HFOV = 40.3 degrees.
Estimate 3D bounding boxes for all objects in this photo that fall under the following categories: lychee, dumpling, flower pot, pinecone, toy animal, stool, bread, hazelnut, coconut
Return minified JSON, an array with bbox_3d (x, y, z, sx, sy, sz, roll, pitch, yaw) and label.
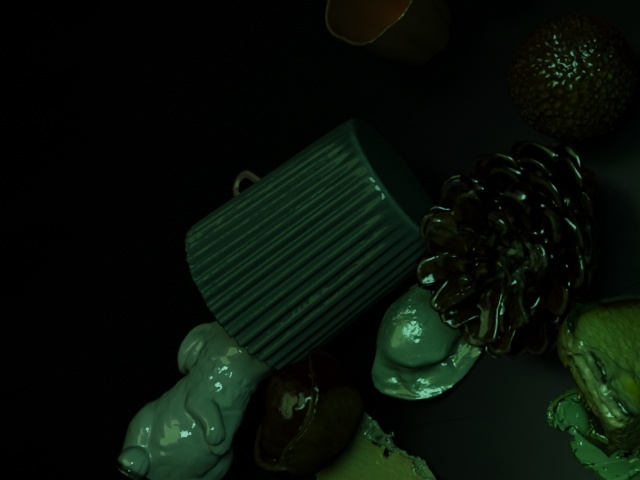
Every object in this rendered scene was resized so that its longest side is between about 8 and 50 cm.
[{"bbox_3d":[0.359,-0.237,1.251,0.194,0.194,0.195,-14,68,36],"label":"lychee"},{"bbox_3d":[0.156,0.147,1.336,0.152,0.108,0.219,30,98,41],"label":"dumpling"},{"bbox_3d":[0.131,-0.388,1.486,0.190,0.173,0.191,-13,69,37],"label":"flower pot"},{"bbox_3d":[0.255,0.013,1.191,0.242,0.296,0.299,12,109,24],"label":"pinecone"},{"bbox_3d":[-0.206,0.289,1.560,0.357,0.194,0.257,-59,23,-12],"label":"toy animal"},{"bbox_3d":[0.000,0.000,1.399,0.330,0.297,0.297,-36,56,19],"label":"stool"},{"bbox_3d":[0.382,0.172,1.084,0.174,0.251,0.133,61,137,32],"label":"bread"},{"bbox_3d":[-0.026,0.274,1.349,0.201,0.170,0.160,-44,90,-1],"label":"hazelnut"},{"bbox_3d":[0.386,0.256,1.140,0.133,0.055,0.158,-28,54,1],"label":"coconut"},{"bbox_3d":[0.071,0.386,1.373,0.250,0.039,0.182,36,100,40],"label":"bread"}]

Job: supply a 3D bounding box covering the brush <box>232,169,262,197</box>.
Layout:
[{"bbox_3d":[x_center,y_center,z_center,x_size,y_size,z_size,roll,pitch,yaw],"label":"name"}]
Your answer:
[{"bbox_3d":[-0.102,-0.071,1.658,0.233,0.047,0.103,36,102,41],"label":"brush"}]
